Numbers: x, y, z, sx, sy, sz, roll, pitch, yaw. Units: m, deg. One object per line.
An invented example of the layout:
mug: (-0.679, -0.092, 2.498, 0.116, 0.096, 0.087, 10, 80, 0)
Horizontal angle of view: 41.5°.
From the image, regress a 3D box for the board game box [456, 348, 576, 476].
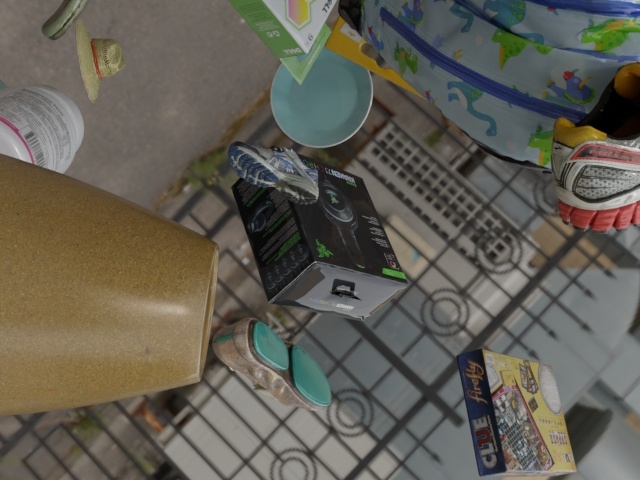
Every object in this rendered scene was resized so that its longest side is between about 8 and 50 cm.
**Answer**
board game box: (0.283, 0.251, 1.204, 0.042, 0.165, 0.243, -22, 155, 32)

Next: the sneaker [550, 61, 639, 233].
sneaker: (0.265, -0.095, 0.613, 0.225, 0.092, 0.088, -32, -151, -13)

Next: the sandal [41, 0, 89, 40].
sandal: (-0.462, -0.531, 1.647, 0.303, 0.086, 0.120, -56, -154, -4)

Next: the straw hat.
straw hat: (-0.350, -0.297, 1.371, 0.061, 0.144, 0.144, -8, 162, -5)

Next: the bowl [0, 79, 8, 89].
bowl: (-0.757, -0.216, 1.621, 0.311, 0.311, 0.163, -47, 153, 4)

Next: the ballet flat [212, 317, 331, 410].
ballet flat: (-0.089, 0.224, 1.497, 0.106, 0.107, 0.316, -15, 142, 20)

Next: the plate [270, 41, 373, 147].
plate: (0.003, -0.256, 1.487, 0.188, 0.188, 0.024, -48, 168, 10)

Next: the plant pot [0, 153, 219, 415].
plant pot: (-0.218, 0.045, 0.704, 0.237, 0.254, 0.237, -172, -90, -86)

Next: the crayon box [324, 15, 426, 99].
crayon box: (0.169, -0.397, 1.290, 0.323, 0.203, 0.083, -63, 163, 14)

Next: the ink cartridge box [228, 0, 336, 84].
ink cartridge box: (-0.043, -0.320, 1.135, 0.209, 0.062, 0.109, 45, 60, -38)

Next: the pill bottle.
pill bottle: (-0.460, -0.140, 1.254, 0.160, 0.160, 0.283, -50, -169, 18)

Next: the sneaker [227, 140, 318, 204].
sneaker: (-0.060, -0.098, 1.104, 0.052, 0.135, 0.058, -29, -140, 49)

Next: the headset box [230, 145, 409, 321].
headset box: (0.000, 0.000, 1.534, 0.246, 0.283, 0.131, 16, 133, -42)

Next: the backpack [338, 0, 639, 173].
backpack: (0.212, -0.195, 0.804, 0.290, 0.355, 0.273, 4, 135, -20)
